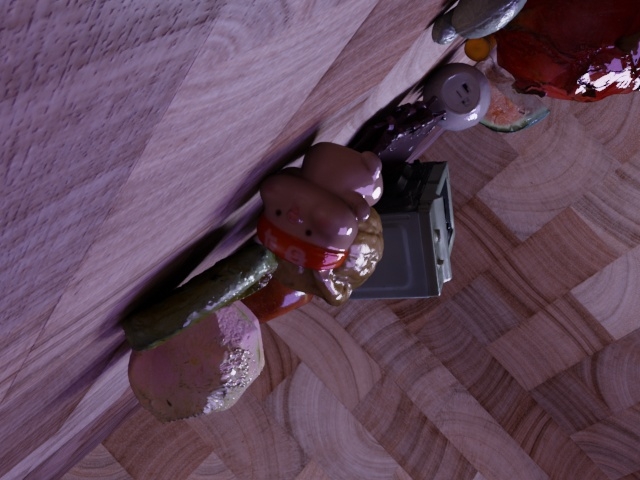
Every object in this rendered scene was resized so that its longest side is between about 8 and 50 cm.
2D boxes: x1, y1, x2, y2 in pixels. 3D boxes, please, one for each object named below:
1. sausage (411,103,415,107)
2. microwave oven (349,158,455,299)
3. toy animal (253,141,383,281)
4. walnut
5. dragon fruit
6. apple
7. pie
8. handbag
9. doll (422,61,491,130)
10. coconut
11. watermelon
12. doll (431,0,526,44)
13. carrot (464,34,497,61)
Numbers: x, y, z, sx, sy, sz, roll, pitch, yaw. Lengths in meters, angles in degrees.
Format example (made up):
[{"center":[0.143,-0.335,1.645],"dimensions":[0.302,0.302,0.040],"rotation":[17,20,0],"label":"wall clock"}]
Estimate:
[{"center":[0.158,-0.212,1.976],"dimensions":[0.274,0.074,0.074],"rotation":[-46,176,29],"label":"sausage"},{"center":[0.148,-0.040,1.814],"dimensions":[0.286,0.219,0.355],"rotation":[-2,-159,16],"label":"microwave oven"},{"center":[-0.005,-0.049,1.223],"dimensions":[0.198,0.171,0.171],"rotation":[-57,-179,-19],"label":"toy animal"},{"center":[0.000,0.000,1.478],"dimensions":[0.224,0.257,0.257],"rotation":[-11,-177,10],"label":"walnut"},{"center":[0.443,-0.372,1.384],"dimensions":[0.301,0.296,0.295],"rotation":[-5,-169,19],"label":"dragon fruit"},{"center":[-0.104,0.078,1.691],"dimensions":[0.201,0.162,0.201],"rotation":[-23,179,-1],"label":"apple"},{"center":[-0.189,0.086,1.282],"dimensions":[0.277,0.079,0.277],"rotation":[-31,178,-1],"label":"pie"},{"center":[0.135,-0.198,1.669],"dimensions":[0.203,0.074,0.216],"rotation":[-30,169,-36],"label":"handbag"},{"center":[0.289,-0.311,1.814],"dimensions":[0.151,0.151,0.287],"rotation":[-44,-177,5],"label":"doll"},{"center":[-0.218,0.218,1.536],"dimensions":[0.233,0.233,0.245],"rotation":[-44,176,14],"label":"coconut"},{"center":[0.510,-0.417,2.383],"dimensions":[0.148,0.318,0.226],"rotation":[-39,136,-7],"label":"watermelon"},{"center":[0.242,-0.338,1.161],"dimensions":[0.103,0.071,0.214],"rotation":[-50,-166,-32],"label":"doll"},{"center":[0.364,-0.443,1.785],"dimensions":[0.057,0.057,0.224],"rotation":[-46,-178,35],"label":"carrot"}]
